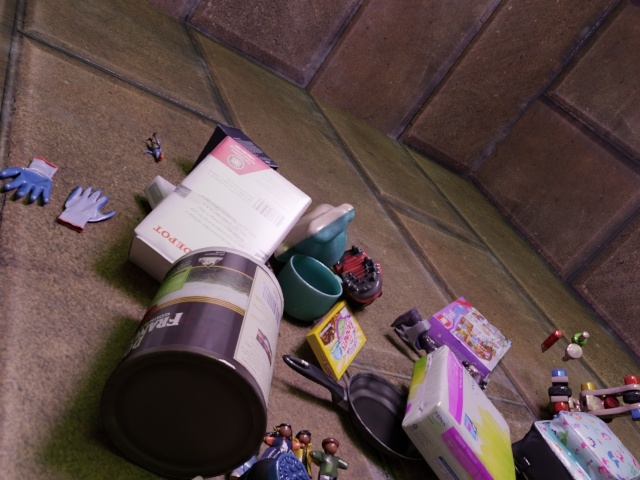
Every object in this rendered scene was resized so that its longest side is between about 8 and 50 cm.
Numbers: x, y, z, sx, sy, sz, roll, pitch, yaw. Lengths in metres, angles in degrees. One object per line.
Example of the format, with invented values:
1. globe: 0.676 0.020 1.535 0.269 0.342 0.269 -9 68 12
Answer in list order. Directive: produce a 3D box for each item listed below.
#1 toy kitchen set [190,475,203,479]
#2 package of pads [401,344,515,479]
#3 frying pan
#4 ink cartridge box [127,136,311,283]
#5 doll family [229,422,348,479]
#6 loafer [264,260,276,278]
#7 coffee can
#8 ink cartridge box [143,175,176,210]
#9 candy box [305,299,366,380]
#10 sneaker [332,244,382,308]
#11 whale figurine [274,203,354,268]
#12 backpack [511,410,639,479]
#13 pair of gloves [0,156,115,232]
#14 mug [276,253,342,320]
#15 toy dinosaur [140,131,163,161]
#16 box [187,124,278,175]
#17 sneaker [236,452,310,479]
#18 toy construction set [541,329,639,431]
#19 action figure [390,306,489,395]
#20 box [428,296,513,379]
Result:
1. toy kitchen set: -0.145 0.366 0.623 0.166 0.122 0.207 41 2 10
2. package of pads: 0.268 0.354 1.156 0.229 0.101 0.296 53 18 -1
3. frying pan: 0.077 0.313 1.092 0.326 0.053 0.197 18 29 -39
4. ink cartridge box: -0.183 -0.024 1.116 0.207 0.117 0.283 38 56 -3
5. doll family: -0.051 0.308 0.880 0.193 0.076 0.111 32 41 -25
6. loafer: -0.131 0.058 1.228 0.078 0.080 0.219 52 14 -66
7. coffee can: -0.162 0.157 0.852 0.202 0.201 0.275 32 22 -13
8. ink cartridge box: -0.259 -0.022 1.293 0.225 0.056 0.181 40 12 -52
9. candy box: 0.036 0.201 1.243 0.105 0.027 0.206 65 23 -4
10. sneaker: 0.100 0.105 1.425 0.276 0.098 0.135 -125 -169 -76
11. whale figurine: 0.000 0.000 1.372 0.141 0.216 0.272 58 -17 -3
12. backpack: 0.563 0.490 1.314 0.254 0.191 0.225 23 24 -43
13. pair of gloves: -0.473 -0.086 1.108 0.198 0.023 0.159 30 23 -16
14. mug: -0.023 0.112 1.285 0.158 0.097 0.129 27 23 -25
15. toy dinosaur: -0.394 -0.224 1.479 0.082 0.047 0.090 63 18 14
16. box: -0.215 -0.171 1.484 0.158 0.156 0.093 44 22 18
17. sneaker: -0.036 0.389 0.757 0.081 0.091 0.232 6 58 -54
18. toy construction set: 0.701 0.415 1.667 0.237 0.258 0.308 92 -22 -63
19. action figure: 0.288 0.285 1.420 0.285 0.099 0.185 50 18 20
20. box: 0.412 0.266 1.683 0.201 0.057 0.293 45 23 17
